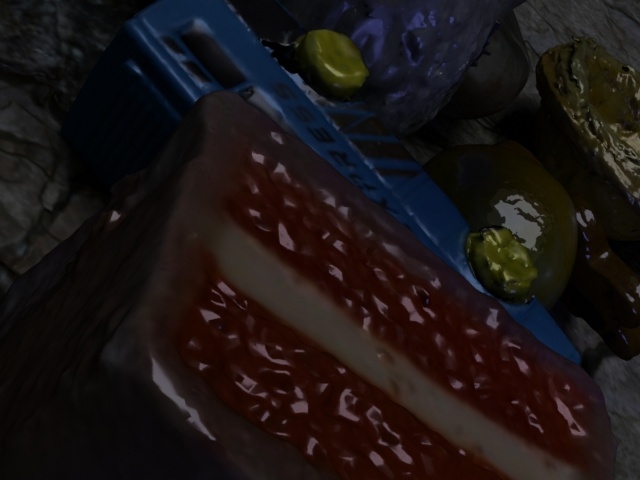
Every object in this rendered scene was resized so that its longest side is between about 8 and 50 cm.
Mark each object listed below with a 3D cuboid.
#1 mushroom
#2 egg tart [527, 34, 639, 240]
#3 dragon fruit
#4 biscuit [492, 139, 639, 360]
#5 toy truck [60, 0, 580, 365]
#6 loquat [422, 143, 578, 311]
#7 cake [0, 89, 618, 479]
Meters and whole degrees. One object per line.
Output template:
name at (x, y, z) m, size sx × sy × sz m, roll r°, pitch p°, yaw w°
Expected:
mushroom at (0.155, -0.248, 1.155) m, size 0.243 × 0.243 × 0.243 m, roll 29°, pitch 37°, yaw -25°
egg tart at (0.335, -0.095, 1.310) m, size 0.288 × 0.118 × 0.288 m, roll 30°, pitch 35°, yaw -24°
dragon fruit at (0.004, -0.222, 0.933) m, size 0.283 × 0.221 × 0.204 m, roll 40°, pitch 46°, yaw 6°
biscuit at (0.219, 0.005, 1.076) m, size 0.236 × 0.039 × 0.180 m, roll 56°, pitch -7°, yaw 33°
toy truck at (0.000, 0.000, 0.817) m, size 0.385 × 0.161 × 0.162 m, roll 50°, pitch 45°, yaw 4°
loquat at (0.135, -0.007, 0.968) m, size 0.152 × 0.152 × 0.195 m, roll 37°, pitch 31°, yaw -14°
cake at (-0.020, 0.119, 0.594) m, size 0.309 × 0.230 × 0.237 m, roll 36°, pitch 36°, yaw -16°
